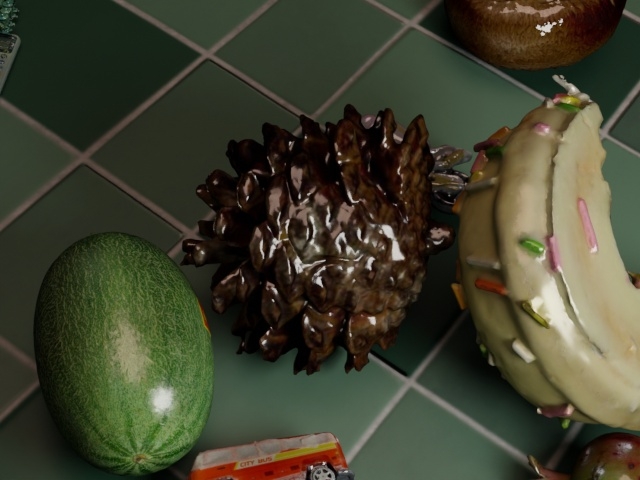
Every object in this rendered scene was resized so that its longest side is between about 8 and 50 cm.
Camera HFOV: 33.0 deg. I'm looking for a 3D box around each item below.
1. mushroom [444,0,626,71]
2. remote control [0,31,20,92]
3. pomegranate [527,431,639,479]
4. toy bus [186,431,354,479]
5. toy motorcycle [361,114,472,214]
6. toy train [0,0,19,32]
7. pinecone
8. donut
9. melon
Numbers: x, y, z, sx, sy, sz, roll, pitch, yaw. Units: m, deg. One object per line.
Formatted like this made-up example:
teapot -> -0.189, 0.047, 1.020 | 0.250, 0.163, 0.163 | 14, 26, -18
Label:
mushroom -> 0.298, -0.366, 1.550 | 0.278, 0.163, 0.297 | 34, 57, 6
remote control -> -0.437, -0.230, 1.430 | 0.053, 0.018, 0.124 | 11, 53, -3
pomegranate -> 0.298, 0.261, 1.132 | 0.159, 0.129, 0.129 | 10, 43, 46
toy bus -> -0.057, 0.249, 1.109 | 0.174, 0.079, 0.077 | -7, 47, -12
toy motorcycle -> 0.087, -0.100, 1.380 | 0.225, 0.073, 0.152 | 4, 52, -4
toy train -> -0.437, -0.309, 1.471 | 0.045, 0.029, 0.092 | -2, 37, -4
pinecone -> -0.005, -0.001, 1.184 | 0.296, 0.298, 0.242 | -2, 13, -13
donut -> 0.278, 0.046, 1.167 | 0.371, 0.150, 0.307 | 53, 46, -20
melon -> -0.206, 0.104, 1.123 | 0.182, 0.182, 0.287 | -9, 58, -14
